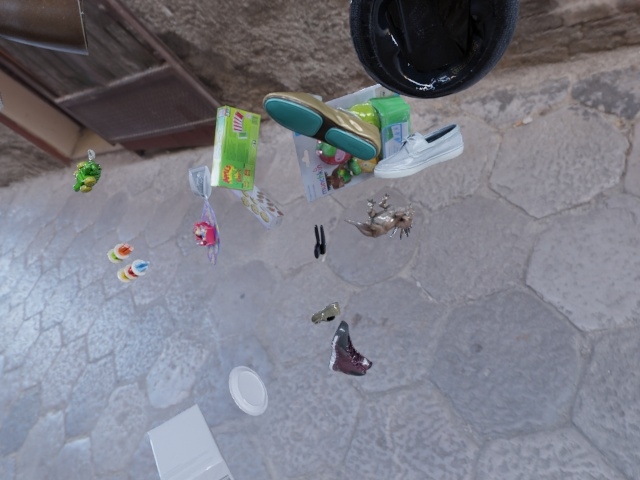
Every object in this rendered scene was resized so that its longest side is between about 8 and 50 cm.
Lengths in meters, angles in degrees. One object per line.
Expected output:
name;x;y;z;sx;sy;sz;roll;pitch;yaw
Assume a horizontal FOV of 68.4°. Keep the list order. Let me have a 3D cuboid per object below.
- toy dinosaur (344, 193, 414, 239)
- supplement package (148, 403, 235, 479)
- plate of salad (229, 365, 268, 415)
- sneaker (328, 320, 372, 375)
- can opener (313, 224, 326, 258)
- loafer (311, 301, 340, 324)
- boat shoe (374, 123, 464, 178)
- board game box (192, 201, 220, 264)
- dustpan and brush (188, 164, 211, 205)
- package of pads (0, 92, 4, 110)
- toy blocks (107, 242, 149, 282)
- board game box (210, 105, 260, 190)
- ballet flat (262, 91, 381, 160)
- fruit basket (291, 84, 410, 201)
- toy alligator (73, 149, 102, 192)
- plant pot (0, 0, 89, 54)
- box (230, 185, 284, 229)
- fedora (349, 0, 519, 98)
toy dinosaur;0.247;-0.068;1.813;0.296;0.200;0.127;-20;58;-5
supplement package;-0.384;0.677;1.428;0.175;0.177;0.293;-27;26;-20
plate of salad;-0.278;0.573;1.791;0.048;0.200;0.199;-38;44;21
sneaker;0.127;0.425;1.806;0.163;0.281;0.106;19;46;14
can opener;0.000;0.000;2.151;0.059;0.186;0.073;2;41;1
loafer;0.019;0.267;1.658;0.148;0.056;0.050;-45;63;45
boat shoe;0.218;-0.206;1.061;0.228;0.081;0.079;-22;27;-14
board game box;-0.300;-0.013;1.215;0.133;0.033;0.168;65;149;25
dustpan and brush;-0.489;-0.202;1.977;0.060;0.211;0.147;7;18;13
package of pads;-0.932;-0.355;1.093;0.297;0.101;0.229;-16;0;-21
toy blocks;-0.600;0.061;1.488;0.148;0.123;0.054;-22;5;40
board game box;-0.198;-0.210;1.100;0.043;0.092;0.181;7;92;52
ballet flat;0.007;-0.218;0.854;0.080;0.232;0.073;-37;35;53
fruit basket;0.102;-0.285;1.408;0.353;0.327;0.165;-25;48;-13
toy alligator;-0.583;-0.175;1.201;0.190;0.051;0.056;-35;79;44
plant pot;-0.588;-0.473;0.906;0.231;0.215;0.215;-8;39;-22
box;-0.270;-0.169;1.854;0.324;0.063;0.067;46;131;23
fedora;0.211;-0.445;0.899;0.334;0.334;0.152;-16;44;29
